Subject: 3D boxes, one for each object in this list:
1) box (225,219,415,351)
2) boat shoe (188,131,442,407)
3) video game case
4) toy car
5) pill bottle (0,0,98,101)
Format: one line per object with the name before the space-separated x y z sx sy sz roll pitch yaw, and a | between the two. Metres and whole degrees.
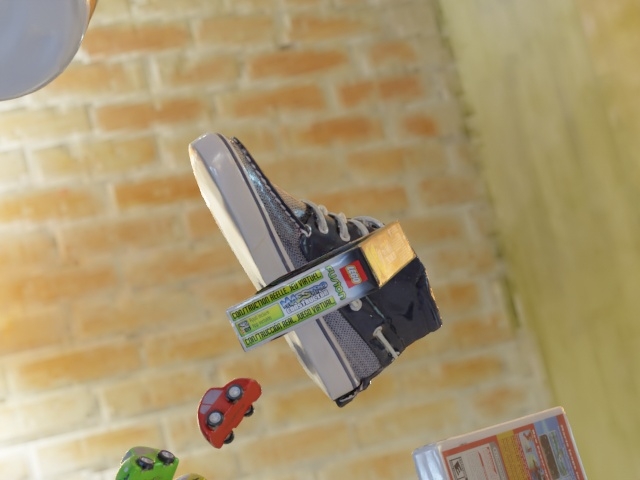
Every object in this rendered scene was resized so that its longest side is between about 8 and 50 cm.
box | 0.005 0.033 1.400 0.114 0.036 0.207 -26 1 11
boat shoe | 0.000 0.000 1.876 0.158 0.340 0.127 -33 30 -9
video game case | 0.169 0.246 1.448 0.025 0.204 0.285 -21 -9 26
toy car | -0.185 0.273 2.219 0.053 0.239 0.225 30 18 27
pill bottle | -0.271 -0.322 1.578 0.224 0.392 0.224 6 -46 6
